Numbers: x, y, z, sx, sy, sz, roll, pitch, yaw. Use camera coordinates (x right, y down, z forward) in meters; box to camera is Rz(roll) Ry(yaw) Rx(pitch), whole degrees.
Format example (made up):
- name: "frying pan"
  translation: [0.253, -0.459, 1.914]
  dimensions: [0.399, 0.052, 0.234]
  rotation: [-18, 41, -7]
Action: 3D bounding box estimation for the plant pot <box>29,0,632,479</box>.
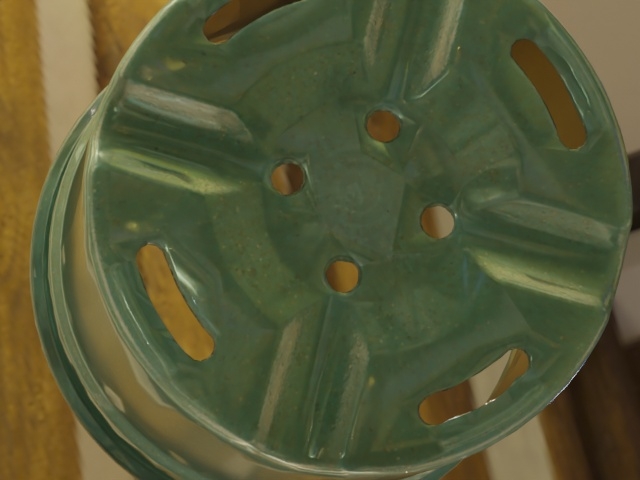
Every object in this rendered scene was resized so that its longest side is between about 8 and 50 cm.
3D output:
- name: "plant pot"
  translation: [0.000, 0.000, 0.850]
  dimensions: [0.334, 0.341, 0.341]
  rotation: [138, 113, -81]
